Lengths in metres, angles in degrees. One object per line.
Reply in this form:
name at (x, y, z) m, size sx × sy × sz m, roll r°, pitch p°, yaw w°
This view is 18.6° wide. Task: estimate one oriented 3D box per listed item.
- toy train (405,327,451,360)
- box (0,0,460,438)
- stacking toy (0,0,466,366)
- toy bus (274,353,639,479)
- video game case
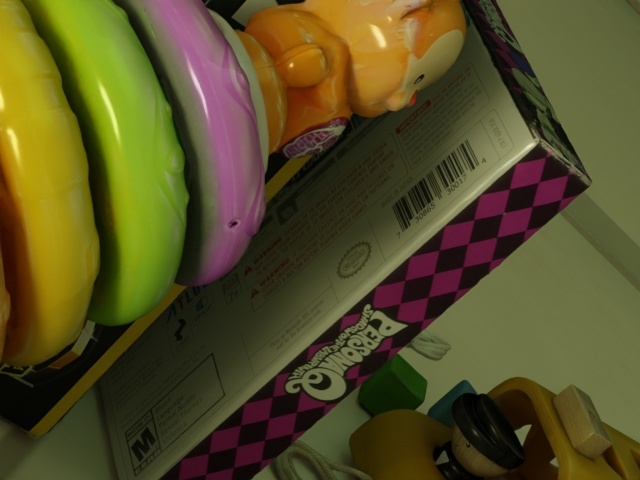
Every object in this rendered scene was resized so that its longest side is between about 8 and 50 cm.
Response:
toy train at (0.000, 0.000, 1.031) m, size 0.125 × 0.046 × 0.166 m, roll 10°, pitch 21°, yaw -44°
box at (-0.046, -0.109, 0.807) m, size 0.079 × 0.322 × 0.257 m, roll 36°, pitch 22°, yaw -23°
stacking toy at (-0.081, -0.030, 0.608) m, size 0.302 × 0.175 × 0.165 m, roll -17°, pitch 72°, yaw -26°
toy bus at (0.101, 0.121, 0.969) m, size 0.191 × 0.104 × 0.202 m, roll 48°, pitch 20°, yaw 6°
video game case at (-0.010, -0.020, 0.839) m, size 0.042 × 0.232 × 0.210 m, roll 34°, pitch 22°, yaw -34°
